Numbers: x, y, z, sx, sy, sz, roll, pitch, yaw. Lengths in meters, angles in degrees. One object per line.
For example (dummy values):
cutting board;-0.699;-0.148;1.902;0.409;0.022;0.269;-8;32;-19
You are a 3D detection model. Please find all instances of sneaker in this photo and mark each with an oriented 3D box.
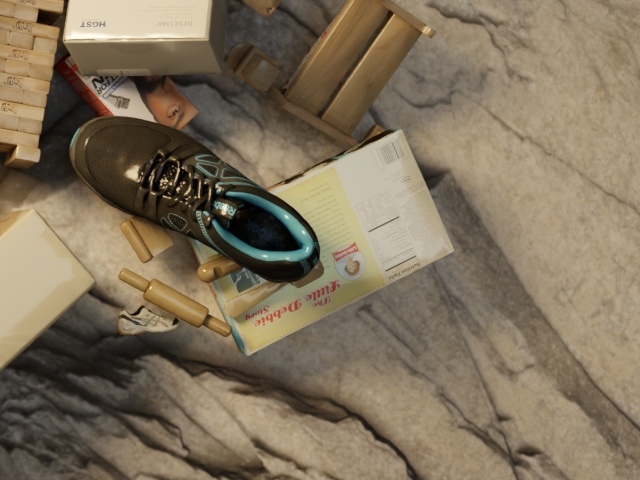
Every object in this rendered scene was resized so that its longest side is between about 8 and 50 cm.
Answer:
sneaker;-0.222;0.102;1.898;0.083;0.032;0.036;-3;91;-27
sneaker;-0.147;-0.061;1.800;0.341;0.139;0.125;26;84;-5

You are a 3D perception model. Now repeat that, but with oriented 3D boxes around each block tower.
block tower;-0.370;-0.263;1.797;0.097;0.091;0.335;9;84;-19

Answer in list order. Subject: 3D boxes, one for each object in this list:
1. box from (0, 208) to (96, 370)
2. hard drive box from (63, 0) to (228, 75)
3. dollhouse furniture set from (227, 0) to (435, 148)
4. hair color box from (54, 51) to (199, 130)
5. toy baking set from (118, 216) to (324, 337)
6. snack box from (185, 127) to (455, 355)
box;-0.431;0.108;1.735;0.311;0.148;0.121;-45;107;-21
hard drive box;-0.206;-0.324;1.804;0.181;0.089;0.232;1;67;8
dollhouse furniture set;0.025;-0.321;1.972;0.356;0.174;0.303;29;102;-40
hair color box;-0.248;-0.195;1.880;0.167;0.053;0.093;48;69;-18
toy baking set;-0.129;0.021;1.880;0.256;0.030;0.196;34;87;-12
snack box;0.000;0.000;1.961;0.322;0.060;0.187;-26;100;-12
